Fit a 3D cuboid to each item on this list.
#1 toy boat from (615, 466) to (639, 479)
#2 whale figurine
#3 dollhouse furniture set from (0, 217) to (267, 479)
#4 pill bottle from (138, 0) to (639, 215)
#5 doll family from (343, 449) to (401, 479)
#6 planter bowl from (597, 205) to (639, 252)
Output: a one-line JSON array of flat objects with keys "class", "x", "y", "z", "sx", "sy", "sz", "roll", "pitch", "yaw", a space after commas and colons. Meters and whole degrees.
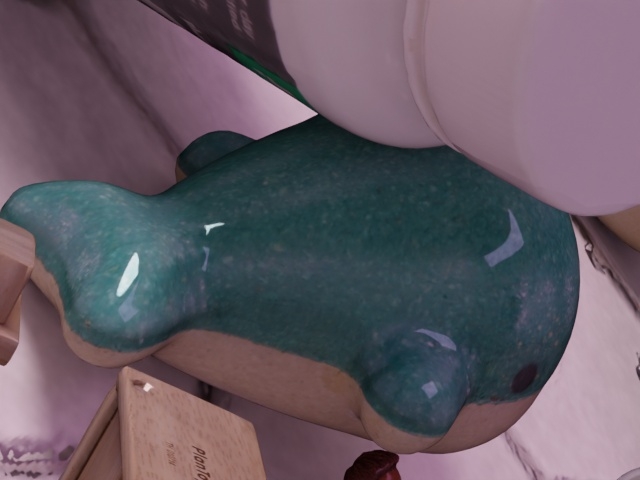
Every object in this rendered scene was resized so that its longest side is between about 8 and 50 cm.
[{"class": "toy boat", "x": 0.275, "y": 0.100, "z": 1.051, "sx": 0.318, "sy": 0.148, "sz": 0.267, "roll": -55, "pitch": 149, "yaw": -51}, {"class": "whale figurine", "x": 0.000, "y": 0.000, "z": 0.756, "sx": 0.272, "sy": 0.141, "sz": 0.216, "roll": 6, "pitch": 32, "yaw": -38}, {"class": "dollhouse furniture set", "x": -0.204, "y": 0.075, "z": 0.423, "sx": 0.355, "sy": 0.174, "sz": 0.303, "roll": 26, "pitch": 13, "yaw": -17}, {"class": "pill bottle", "x": 0.013, "y": -0.165, "z": 0.727, "sx": 0.361, "sy": 0.204, "sz": 0.204, "roll": 35, "pitch": 15, "yaw": 37}, {"class": "doll family", "x": 0.017, "y": 0.167, "z": 0.720, "sx": 0.111, "sy": 0.076, "sz": 0.193, "roll": 52, "pitch": 26, "yaw": 0}, {"class": "planter bowl", "x": 0.233, "y": -0.067, "z": 1.171, "sx": 0.109, "sy": 0.162, "sz": 0.162, "roll": 17, "pitch": 43, "yaw": -12}]
